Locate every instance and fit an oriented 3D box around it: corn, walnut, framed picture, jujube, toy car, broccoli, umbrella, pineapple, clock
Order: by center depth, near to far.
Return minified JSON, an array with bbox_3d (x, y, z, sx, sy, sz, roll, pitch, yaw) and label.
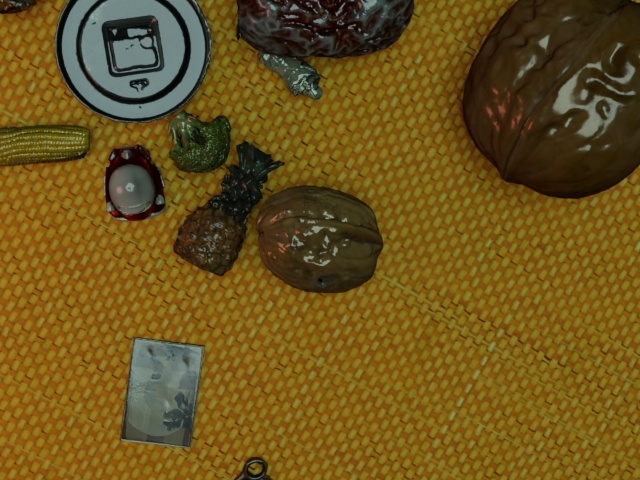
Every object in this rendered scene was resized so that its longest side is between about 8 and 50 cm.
[{"bbox_3d":[0.000,-0.427,1.783,0.316,0.226,0.226,-9,96,-10],"label":"jujube"},{"bbox_3d":[0.445,-0.264,1.798,0.398,0.308,0.354,-48,64,0],"label":"walnut"},{"bbox_3d":[-0.219,-0.179,1.822,0.120,0.130,0.131,50,48,-8],"label":"broccoli"},{"bbox_3d":[-0.517,-0.173,1.834,0.203,0.072,0.072,-5,96,-6],"label":"corn"},{"bbox_3d":[-0.342,-0.101,1.834,0.112,0.112,0.139,-9,97,-4],"label":"toy car"},{"bbox_3d":[0.000,0.000,1.840,0.244,0.198,0.198,8,95,-22],"label":"walnut"},{"bbox_3d":[-0.336,-0.350,1.840,0.280,0.055,0.281,-1,96,-6],"label":"clock"},{"bbox_3d":[-0.167,-0.061,1.854,0.128,0.128,0.248,30,87,-7],"label":"pineapple"},{"bbox_3d":[-0.052,-0.312,1.868,0.143,0.062,0.067,44,59,-1],"label":"umbrella"},{"bbox_3d":[-0.301,0.290,1.927,0.135,0.010,0.201,8,94,-7],"label":"framed picture"}]

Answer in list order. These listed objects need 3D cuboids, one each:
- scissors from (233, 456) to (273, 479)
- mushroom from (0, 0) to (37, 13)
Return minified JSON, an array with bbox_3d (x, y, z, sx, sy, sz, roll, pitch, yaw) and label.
[{"bbox_3d":[-0.194,0.494,1.954,0.220,0.017,0.088,-25,100,-2],"label":"scissors"},{"bbox_3d":[-0.478,-0.596,1.740,0.331,0.356,0.334,11,57,-4],"label":"mushroom"}]
